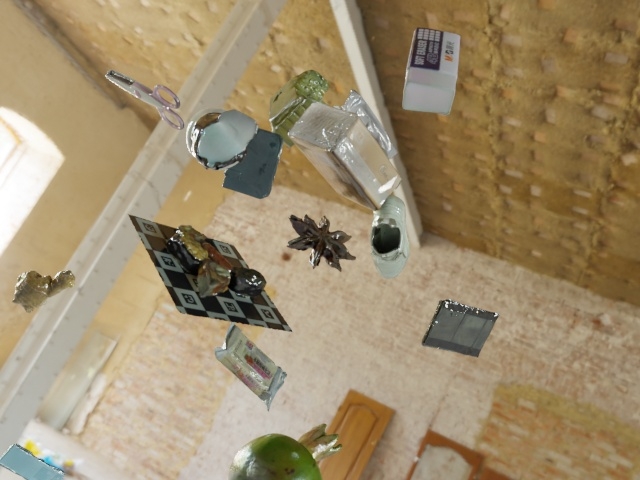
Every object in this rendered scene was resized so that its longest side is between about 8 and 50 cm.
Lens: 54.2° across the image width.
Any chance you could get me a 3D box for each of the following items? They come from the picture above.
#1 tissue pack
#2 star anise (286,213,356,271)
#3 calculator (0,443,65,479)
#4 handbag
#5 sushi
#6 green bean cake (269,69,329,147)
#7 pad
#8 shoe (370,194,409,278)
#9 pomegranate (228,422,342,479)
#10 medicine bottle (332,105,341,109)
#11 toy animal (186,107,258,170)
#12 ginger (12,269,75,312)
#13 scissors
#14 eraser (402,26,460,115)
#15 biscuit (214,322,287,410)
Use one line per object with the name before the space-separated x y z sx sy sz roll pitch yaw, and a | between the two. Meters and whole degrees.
tissue pack | 0.099 -0.275 1.857 0.239 0.238 0.305 13 -22 41
star anise | 0.000 -0.001 2.150 0.288 0.288 0.088 30 -51 -11
calculator | -0.667 0.528 1.451 0.018 0.057 0.172 15 -30 41
handbag | -0.231 -0.265 2.087 0.179 0.229 0.062 18 13 1
sushi | -0.245 0.059 1.501 0.359 0.064 0.343 21 24 -49
green bean cake | -0.074 -0.482 2.232 0.233 0.236 0.124 -34 -55 25
pad | 0.448 0.285 2.000 0.233 0.174 0.022 17 15 -23
shoe | 0.211 0.023 1.964 0.124 0.159 0.316 1 -55 13
pomegranate | -0.077 0.555 1.521 0.236 0.302 0.236 32 -37 29
medicine bottle | 0.096 -0.344 1.999 0.183 0.086 0.086 33 -16 -31
toy animal | -0.250 -0.259 1.557 0.179 0.166 0.138 -138 -149 -61
ginger | -0.705 0.109 1.587 0.096 0.165 0.067 60 1 -2
scissors | -0.297 -0.248 1.051 0.176 0.022 0.085 31 -31 20
eraser | 0.287 -0.441 1.613 0.130 0.287 0.086 9 -44 5
biscuit | -0.252 0.448 2.270 0.079 0.186 0.309 -35 -75 32
